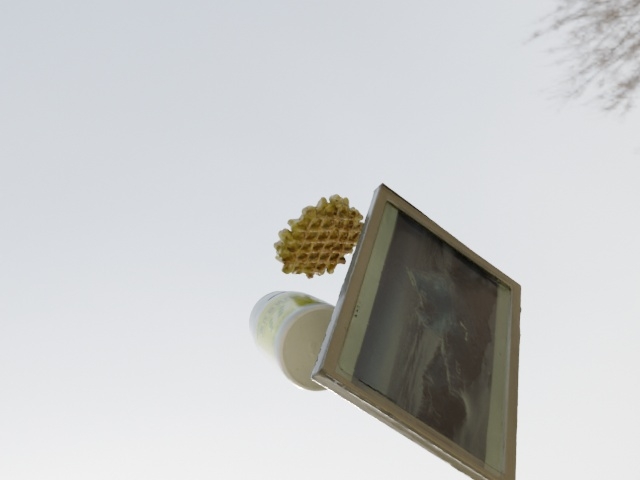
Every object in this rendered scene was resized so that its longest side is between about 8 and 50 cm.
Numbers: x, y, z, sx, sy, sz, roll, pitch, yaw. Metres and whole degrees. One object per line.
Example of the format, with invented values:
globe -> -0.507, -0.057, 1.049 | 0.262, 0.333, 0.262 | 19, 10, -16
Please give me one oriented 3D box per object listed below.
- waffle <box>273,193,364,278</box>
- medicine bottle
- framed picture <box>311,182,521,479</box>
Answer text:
waffle -> 0.001, -0.004, 1.325 | 0.191, 0.038, 0.191 | -21, -43, -21
medicine bottle -> -0.037, 0.161, 1.236 | 0.144, 0.258, 0.143 | -1, -87, -17
framed picture -> 0.177, 0.126, 1.103 | 0.326, 0.028, 0.446 | 34, -141, -11
